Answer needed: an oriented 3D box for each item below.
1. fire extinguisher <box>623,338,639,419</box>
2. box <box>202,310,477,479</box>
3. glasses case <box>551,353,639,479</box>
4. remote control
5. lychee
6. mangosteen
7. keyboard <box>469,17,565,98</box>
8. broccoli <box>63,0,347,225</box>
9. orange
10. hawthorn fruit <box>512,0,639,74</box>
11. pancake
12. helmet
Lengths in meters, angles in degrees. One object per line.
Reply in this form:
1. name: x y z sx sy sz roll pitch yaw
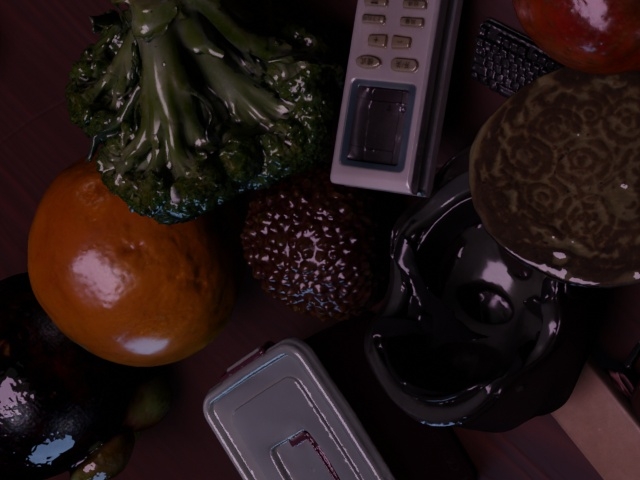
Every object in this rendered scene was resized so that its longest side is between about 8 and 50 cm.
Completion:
1. fire extinguisher: 0.399 0.049 1.834 0.105 0.141 0.341 -110 32 -45
2. box: 0.030 0.232 2.156 0.193 0.167 0.294 -35 86 42
3. glasses case: 0.327 0.195 1.984 0.193 0.070 0.102 51 124 20
4. remote control: 0.081 -0.188 1.954 0.103 0.055 0.277 9 90 34
5. lychee: 0.000 0.000 2.073 0.188 0.188 0.188 15 116 32
6. mangosteen: -0.336 0.177 2.342 0.288 0.288 0.288 15 116 32
7. keyboard: 0.250 -0.148 1.932 0.231 0.023 0.072 30 126 24
8. broccoli: -0.140 -0.177 2.017 0.321 0.304 0.283 31 158 32
9. orange: -0.210 0.017 2.188 0.261 0.261 0.261 15 116 32
10. hawthorn fruit: 0.263 -0.238 1.796 0.200 0.179 0.179 -12 101 56
11. pancake: 0.263 -0.069 1.839 0.250 0.250 0.031 29 166 24
12. helmet: 0.194 0.060 1.952 0.225 0.177 0.305 22 86 44
